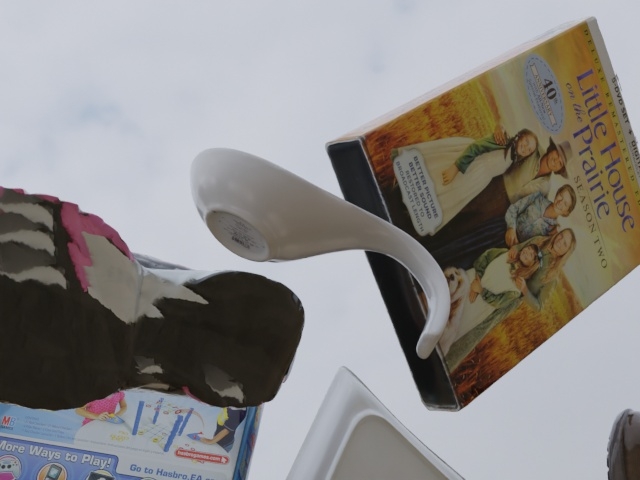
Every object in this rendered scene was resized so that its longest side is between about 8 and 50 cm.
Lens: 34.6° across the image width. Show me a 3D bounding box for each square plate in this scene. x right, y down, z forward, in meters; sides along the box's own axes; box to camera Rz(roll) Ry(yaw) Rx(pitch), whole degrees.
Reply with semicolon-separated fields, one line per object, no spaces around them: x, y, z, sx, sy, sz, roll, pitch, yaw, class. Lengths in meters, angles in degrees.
0.087;0.414;1.484;0.344;0.347;0.049;45;-38;-22;square plate

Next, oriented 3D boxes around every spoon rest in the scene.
0.000;0.000;0.938;0.084;0.276;0.137;-54;-8;-29;spoon rest

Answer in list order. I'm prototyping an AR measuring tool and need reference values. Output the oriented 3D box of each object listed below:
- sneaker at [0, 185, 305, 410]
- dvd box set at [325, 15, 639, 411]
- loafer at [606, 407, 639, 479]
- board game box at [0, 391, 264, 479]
-0.094;0.030;0.389;0.077;0.072;0.178;2;-17;45;sneaker
0.218;-0.045;1.150;0.420;0.308;0.062;-29;15;-36;dvd box set
0.424;0.331;1.074;0.130;0.366;0.134;-28;1;31;loafer
-0.224;0.193;1.238;0.308;0.302;0.086;8;-30;9;board game box
